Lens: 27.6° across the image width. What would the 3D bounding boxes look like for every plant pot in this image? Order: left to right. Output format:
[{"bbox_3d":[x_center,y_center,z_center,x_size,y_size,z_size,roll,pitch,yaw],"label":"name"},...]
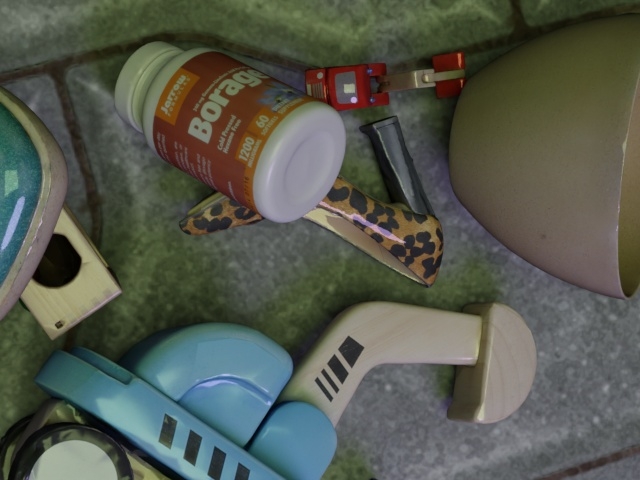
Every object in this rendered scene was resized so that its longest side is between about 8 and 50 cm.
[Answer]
[{"bbox_3d":[0.240,-0.093,1.323,0.191,0.284,0.284,8,95,23],"label":"plant pot"}]

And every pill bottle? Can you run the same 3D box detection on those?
[{"bbox_3d":[-0.092,-0.112,1.251,0.216,0.121,0.121,29,89,30],"label":"pill bottle"}]

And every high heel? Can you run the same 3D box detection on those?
[{"bbox_3d":[0.000,0.000,1.345,0.261,0.093,0.186,-23,99,-15],"label":"high heel"}]

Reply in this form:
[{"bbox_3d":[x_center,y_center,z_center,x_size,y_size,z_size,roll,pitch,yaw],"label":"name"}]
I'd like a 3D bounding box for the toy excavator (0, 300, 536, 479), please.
[{"bbox_3d":[-0.043,0.167,1.309,0.433,0.222,0.445,36,77,-12],"label":"toy excavator"}]

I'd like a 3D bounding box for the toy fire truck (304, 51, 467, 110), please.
[{"bbox_3d":[0.071,-0.160,1.321,0.135,0.192,0.047,-5,97,17],"label":"toy fire truck"}]

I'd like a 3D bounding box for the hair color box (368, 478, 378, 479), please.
[{"bbox_3d":[-0.044,0.414,1.376,0.339,0.110,0.185,-25,100,-10],"label":"hair color box"}]

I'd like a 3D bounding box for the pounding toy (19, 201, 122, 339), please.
[{"bbox_3d":[-0.285,-0.012,1.236,0.094,0.181,0.206,-35,102,-6],"label":"pounding toy"}]

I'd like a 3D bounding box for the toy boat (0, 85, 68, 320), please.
[{"bbox_3d":[-0.381,-0.049,1.142,0.318,0.148,0.267,39,108,22],"label":"toy boat"}]
